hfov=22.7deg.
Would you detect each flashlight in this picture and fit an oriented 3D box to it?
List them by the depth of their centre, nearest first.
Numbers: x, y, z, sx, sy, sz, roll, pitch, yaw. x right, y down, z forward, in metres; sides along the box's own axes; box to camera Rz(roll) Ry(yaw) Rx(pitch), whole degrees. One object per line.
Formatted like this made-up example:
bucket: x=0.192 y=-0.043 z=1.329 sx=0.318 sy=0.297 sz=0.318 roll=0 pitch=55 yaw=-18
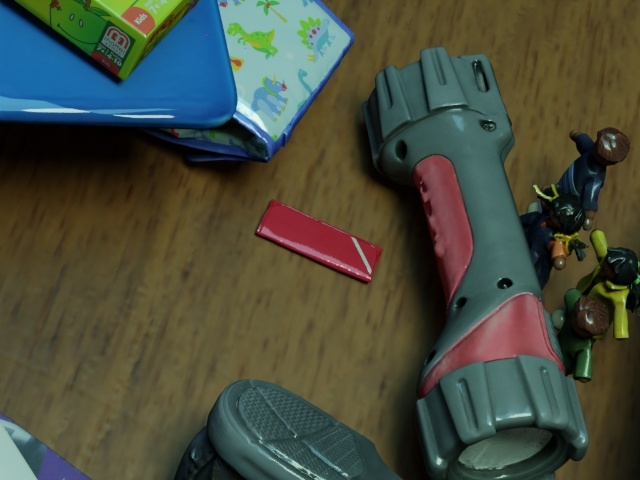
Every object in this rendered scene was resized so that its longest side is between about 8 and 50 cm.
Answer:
flashlight: x=0.088 y=0.014 z=1.035 sx=0.103 sy=0.103 sz=0.304 roll=8 pitch=49 yaw=-27

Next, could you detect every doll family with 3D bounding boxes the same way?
doll family: x=0.171 y=0.008 z=1.056 sx=0.076 sy=0.111 sz=0.193 roll=-3 pitch=58 yaw=-19

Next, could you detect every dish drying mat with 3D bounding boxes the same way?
dish drying mat: x=0.000 y=0.000 z=1.071 sx=0.083 sy=0.008 sz=0.032 roll=25 pitch=55 yaw=-1

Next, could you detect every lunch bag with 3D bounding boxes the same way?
lunch bag: x=-0.069 y=-0.127 z=1.077 sx=0.151 sy=0.096 sz=0.129 roll=24 pitch=55 yaw=12

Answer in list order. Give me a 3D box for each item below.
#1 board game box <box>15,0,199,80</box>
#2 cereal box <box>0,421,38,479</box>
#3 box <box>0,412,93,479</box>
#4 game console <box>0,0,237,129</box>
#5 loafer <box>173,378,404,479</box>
board game box: x=-0.160 y=-0.184 z=0.943 sx=0.181 sy=0.043 sz=0.092 roll=36 pitch=49 yaw=-1
cereal box: x=-0.239 y=0.115 z=0.760 sx=0.173 sy=0.047 sz=0.240 roll=-27 pitch=70 yaw=-29
box: x=-0.230 y=0.155 z=0.834 sx=0.207 sy=0.108 sz=0.153 roll=34 pitch=55 yaw=6
game console: x=-0.219 y=-0.158 z=1.029 sx=0.173 sy=0.250 sz=0.293 roll=25 pitch=43 yaw=-47
loafer: x=0.048 y=0.200 z=0.921 sx=0.302 sy=0.095 sz=0.109 roll=36 pitch=24 yaw=2
